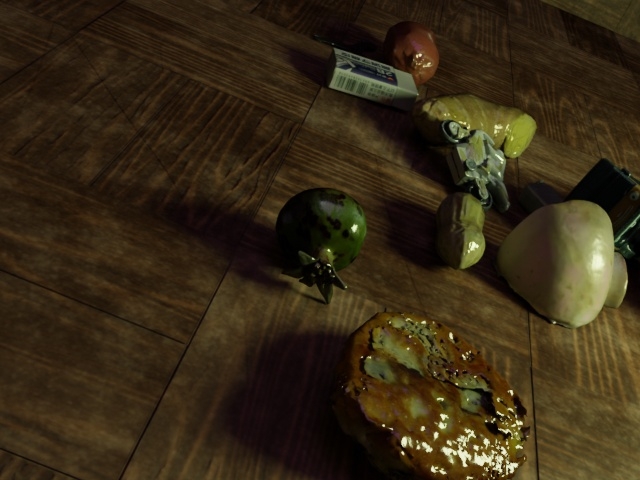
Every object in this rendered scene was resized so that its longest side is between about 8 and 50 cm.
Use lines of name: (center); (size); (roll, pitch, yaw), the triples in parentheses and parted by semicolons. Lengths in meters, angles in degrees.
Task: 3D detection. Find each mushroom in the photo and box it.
mushroom: (0.460, 0.044, 1.421); (0.236, 0.173, 0.162); (13, 36, -16)

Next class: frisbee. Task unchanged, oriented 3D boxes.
frisbee: (0.071, -0.509, 2.124); (0.187, 0.012, 0.211); (19, 33, -5)

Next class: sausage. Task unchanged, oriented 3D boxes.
sausage: (0.229, -0.484, 2.071); (0.148, 0.148, 0.254); (15, 28, -12)

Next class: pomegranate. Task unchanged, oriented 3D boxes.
pomegranate: (-0.004, 0.001, 1.244); (0.148, 0.148, 0.169); (24, 58, 0)

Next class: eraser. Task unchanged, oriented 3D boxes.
eraser: (0.120, -0.383, 1.921); (0.210, 0.068, 0.124); (15, 31, -13)

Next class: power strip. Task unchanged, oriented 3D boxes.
power strip: (0.507, -0.028, 1.666); (0.078, 0.052, 0.272); (2, 39, -30)

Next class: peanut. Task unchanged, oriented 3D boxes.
peanut: (0.254, -0.020, 1.453); (0.090, 0.099, 0.214); (28, 34, -11)

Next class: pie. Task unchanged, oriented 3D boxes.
pie: (0.138, 0.207, 1.063); (0.308, 0.085, 0.308); (21, 31, -13)

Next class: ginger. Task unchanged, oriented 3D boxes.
ginger: (0.356, -0.267, 1.856); (0.354, 0.126, 0.190); (10, 24, -24)

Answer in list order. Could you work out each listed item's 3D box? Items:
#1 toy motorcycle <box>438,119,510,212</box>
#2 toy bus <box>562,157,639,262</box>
toy motorcycle: (0.334, -0.160, 1.695); (0.151, 0.074, 0.229); (-3, 61, -32)
toy bus: (0.620, -0.055, 1.625); (0.275, 0.138, 0.167); (12, 33, -52)
